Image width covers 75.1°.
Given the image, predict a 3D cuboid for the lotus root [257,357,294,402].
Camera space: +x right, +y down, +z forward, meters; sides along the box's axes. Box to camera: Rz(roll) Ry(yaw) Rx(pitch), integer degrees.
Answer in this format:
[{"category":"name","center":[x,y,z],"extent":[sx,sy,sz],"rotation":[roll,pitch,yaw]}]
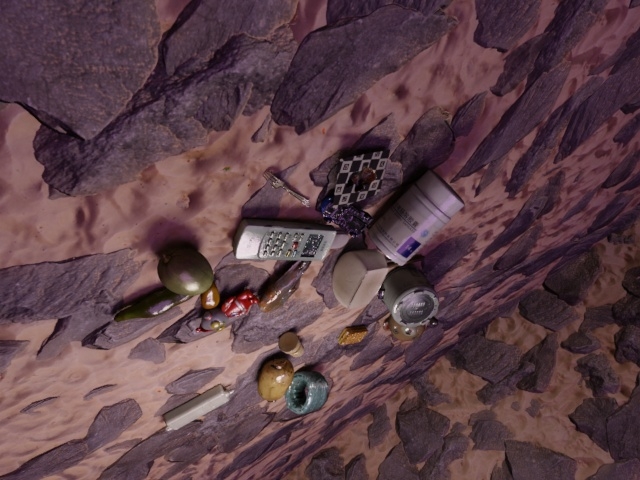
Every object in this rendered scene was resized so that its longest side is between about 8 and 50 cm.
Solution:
[{"category":"lotus root","center":[-0.215,0.665,1.978],"extent":[0.159,0.146,0.284],"rotation":[5,124,-14]}]

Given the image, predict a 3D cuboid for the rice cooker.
[{"category":"rice cooker","center":[0.402,0.253,1.911],"extent":[0.280,0.227,0.242],"rotation":[-6,120,-11]}]

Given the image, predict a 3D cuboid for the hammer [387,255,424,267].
[{"category":"hammer","center":[0.327,0.101,1.835],"extent":[0.365,0.044,0.111],"rotation":[-9,155,-35]}]

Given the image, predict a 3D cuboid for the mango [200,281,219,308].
[{"category":"mango","center":[-0.370,0.178,1.391],"extent":[0.060,0.080,0.114],"rotation":[-6,143,-11]}]

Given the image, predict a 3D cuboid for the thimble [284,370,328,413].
[{"category":"thimble","center":[-0.067,0.783,2.161],"extent":[0.143,0.199,0.235],"rotation":[13,129,-45]}]

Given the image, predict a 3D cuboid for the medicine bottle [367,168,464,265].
[{"category":"medicine bottle","center":[0.353,-0.085,1.539],"extent":[0.332,0.190,0.189],"rotation":[-47,140,17]}]

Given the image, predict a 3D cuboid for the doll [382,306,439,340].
[{"category":"doll","center":[0.473,0.387,2.164],"extent":[0.234,0.174,0.330],"rotation":[17,123,-9]}]

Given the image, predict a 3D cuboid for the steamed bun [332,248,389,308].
[{"category":"steamed bun","center":[0.148,0.136,1.650],"extent":[0.146,0.164,0.242],"rotation":[-4,131,-35]}]

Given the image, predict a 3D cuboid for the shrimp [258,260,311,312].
[{"category":"shrimp","center":[-0.115,0.162,1.580],"extent":[0.317,0.062,0.164],"rotation":[-50,157,13]}]

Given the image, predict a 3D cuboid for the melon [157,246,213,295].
[{"category":"melon","center":[-0.400,0.090,1.228],"extent":[0.139,0.139,0.192],"rotation":[-37,141,4]}]

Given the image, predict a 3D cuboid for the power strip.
[{"category":"power strip","center":[-0.551,0.756,1.900],"extent":[0.338,0.058,0.098],"rotation":[-26,141,-9]}]

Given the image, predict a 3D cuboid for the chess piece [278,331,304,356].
[{"category":"chess piece","center":[-0.126,0.484,1.900],"extent":[0.094,0.094,0.170],"rotation":[-30,150,-4]}]

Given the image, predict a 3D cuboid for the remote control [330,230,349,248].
[{"category":"remote control","center":[0.000,0.000,1.514],"extent":[0.244,0.022,0.077],"rotation":[-3,130,-33]}]

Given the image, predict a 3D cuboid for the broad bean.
[{"category":"broad bean","center":[-0.491,0.187,1.328],"extent":[0.338,0.061,0.077],"rotation":[-28,134,-9]}]

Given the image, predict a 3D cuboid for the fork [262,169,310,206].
[{"category":"fork","center":[-0.097,-0.149,1.278],"extent":[0.034,0.028,0.219],"rotation":[-46,141,9]}]

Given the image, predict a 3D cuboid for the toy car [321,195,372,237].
[{"category":"toy car","center":[0.087,-0.089,1.447],"extent":[0.216,0.063,0.103],"rotation":[30,107,-33]}]

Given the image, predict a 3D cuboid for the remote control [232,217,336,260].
[{"category":"remote control","center":[-0.117,0.002,1.386],"extent":[0.343,0.050,0.145],"rotation":[2,128,-31]}]

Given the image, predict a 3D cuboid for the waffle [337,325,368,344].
[{"category":"waffle","center":[0.166,0.487,2.137],"extent":[0.147,0.042,0.103],"rotation":[2,131,-37]}]

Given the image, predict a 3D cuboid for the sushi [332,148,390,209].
[{"category":"sushi","center":[0.120,-0.210,1.355],"extent":[0.210,0.040,0.193],"rotation":[-20,138,-30]}]

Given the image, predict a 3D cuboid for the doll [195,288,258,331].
[{"category":"doll","center":[-0.344,0.263,1.508],"extent":[0.245,0.076,0.142],"rotation":[-34,145,-7]}]
